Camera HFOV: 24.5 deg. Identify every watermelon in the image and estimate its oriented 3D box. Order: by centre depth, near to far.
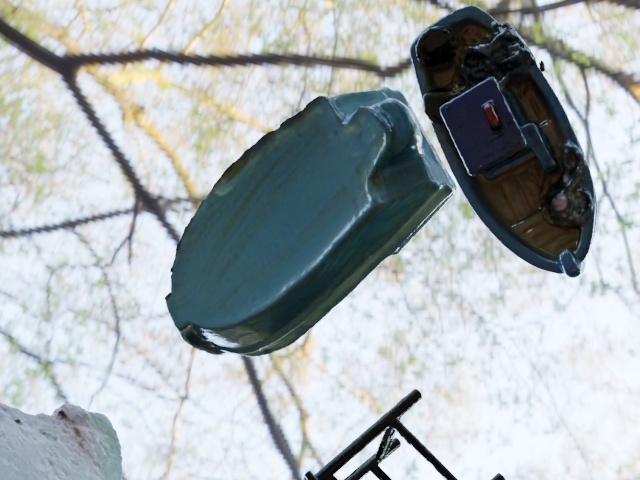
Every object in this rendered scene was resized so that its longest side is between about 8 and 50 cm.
[{"bbox_3d":[-0.316,0.192,1.122,0.290,0.320,0.213,-19,-80,27],"label":"watermelon"}]

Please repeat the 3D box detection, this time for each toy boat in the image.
[{"bbox_3d":[0.000,0.000,0.810,0.102,0.088,0.215,5,-39,-48],"label":"toy boat"},{"bbox_3d":[0.140,-0.071,1.088,0.100,0.097,0.223,-31,-105,16],"label":"toy boat"}]

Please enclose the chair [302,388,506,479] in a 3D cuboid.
[{"bbox_3d":[0.034,0.291,1.412,0.141,0.260,0.154,45,-26,17],"label":"chair"}]
